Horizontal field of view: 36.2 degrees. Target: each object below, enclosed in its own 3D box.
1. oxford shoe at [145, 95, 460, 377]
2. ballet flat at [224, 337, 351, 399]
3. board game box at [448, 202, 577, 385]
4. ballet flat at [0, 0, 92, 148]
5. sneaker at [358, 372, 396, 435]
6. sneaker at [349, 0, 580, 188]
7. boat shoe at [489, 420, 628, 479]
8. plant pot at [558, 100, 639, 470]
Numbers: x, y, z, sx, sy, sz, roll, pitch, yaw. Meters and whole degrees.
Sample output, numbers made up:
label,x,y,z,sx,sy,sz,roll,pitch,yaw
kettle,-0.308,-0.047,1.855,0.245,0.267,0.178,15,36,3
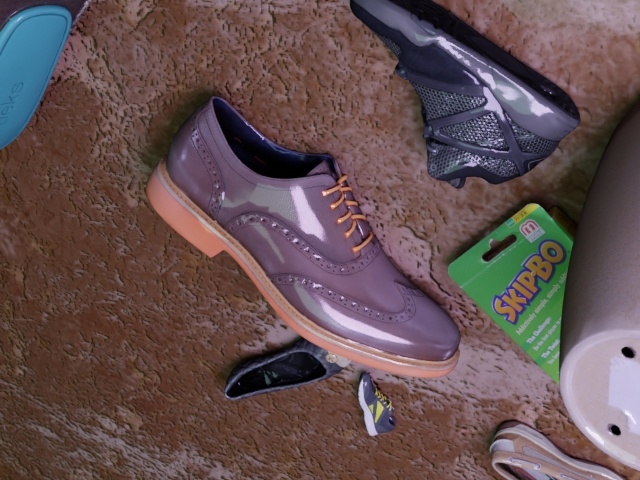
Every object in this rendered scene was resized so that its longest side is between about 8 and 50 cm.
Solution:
label,x,y,z,sx,sy,sz,roll,pitch,yaw
oxford shoe,0.000,0.000,0.963,0.364,0.130,0.132,34,118,1
ballet flat,-0.034,0.148,1.102,0.173,0.049,0.057,-23,108,31
board game box,0.255,0.080,0.958,0.259,0.039,0.124,43,124,-8
ballet flat,-0.270,-0.271,0.913,0.483,0.164,0.182,-38,79,35
sneaker,0.064,0.181,1.098,0.035,0.031,0.083,-9,119,11
sneaker,0.102,-0.129,0.869,0.227,0.087,0.130,35,118,-6
boat shoe,0.262,0.270,1.038,0.190,0.072,0.068,27,124,5
plant pot,0.291,0.039,0.741,0.256,0.274,0.256,21,132,25
